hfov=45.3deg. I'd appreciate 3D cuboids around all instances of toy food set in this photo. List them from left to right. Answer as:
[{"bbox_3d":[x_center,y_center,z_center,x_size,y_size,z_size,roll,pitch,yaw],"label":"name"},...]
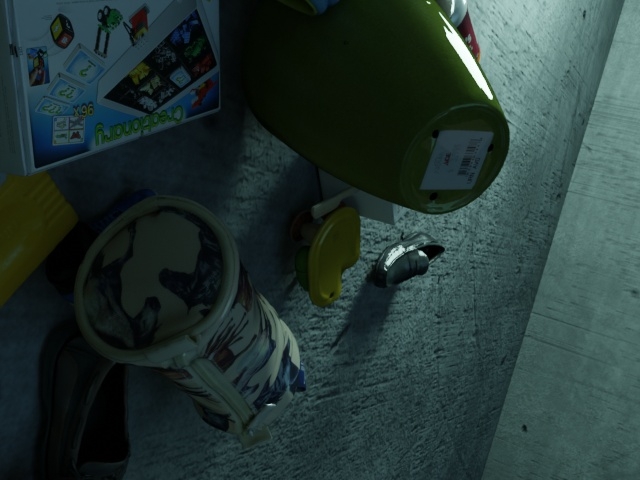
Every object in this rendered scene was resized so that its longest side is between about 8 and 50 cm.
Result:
[{"bbox_3d":[0.000,0.000,1.197,0.128,0.071,0.217,-37,142,-38],"label":"toy food set"}]

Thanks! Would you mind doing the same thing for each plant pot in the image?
[{"bbox_3d":[0.084,-0.166,0.909,0.275,0.293,0.274,-16,130,-20],"label":"plant pot"}]

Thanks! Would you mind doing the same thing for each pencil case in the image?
[{"bbox_3d":[-0.123,0.106,0.847,0.160,0.183,0.410,-28,156,-4],"label":"pencil case"}]

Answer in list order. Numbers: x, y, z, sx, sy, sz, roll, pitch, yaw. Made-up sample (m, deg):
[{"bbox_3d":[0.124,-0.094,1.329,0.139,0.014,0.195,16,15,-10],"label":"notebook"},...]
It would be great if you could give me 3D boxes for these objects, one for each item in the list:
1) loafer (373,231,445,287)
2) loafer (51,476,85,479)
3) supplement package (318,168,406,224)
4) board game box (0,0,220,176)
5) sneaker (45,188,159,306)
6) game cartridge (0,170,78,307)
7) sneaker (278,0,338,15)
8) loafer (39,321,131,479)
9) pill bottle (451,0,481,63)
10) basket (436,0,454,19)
[{"bbox_3d":[0.179,0.039,1.534,0.223,0.078,0.076,-31,131,-51],"label":"loafer"},{"bbox_3d":[-0.290,0.396,0.876,0.130,0.134,0.366,-70,174,-62],"label":"loafer"},{"bbox_3d":[0.113,-0.161,1.241,0.244,0.134,0.139,-49,144,-37],"label":"supplement package"},{"bbox_3d":[-0.191,-0.191,0.713,0.305,0.053,0.193,-38,135,-60],"label":"board game box"},{"bbox_3d":[-0.226,-0.006,0.801,0.152,0.058,0.084,-55,156,-18],"label":"sneaker"},{"bbox_3d":[-0.350,-0.025,0.576,0.285,0.053,0.323,-56,147,-28],"label":"game cartridge"},{"bbox_3d":[-0.055,-0.376,0.786,0.208,0.127,0.319,-42,106,-2],"label":"sneaker"},{"bbox_3d":[-0.254,0.222,0.854,0.096,0.084,0.267,-31,132,-51],"label":"loafer"},{"bbox_3d":[0.192,-0.361,1.284,0.121,0.121,0.221,-65,151,-13],"label":"pill bottle"},{"bbox_3d":[0.085,-0.391,1.052,0.204,0.154,0.227,-60,146,-29],"label":"basket"}]
